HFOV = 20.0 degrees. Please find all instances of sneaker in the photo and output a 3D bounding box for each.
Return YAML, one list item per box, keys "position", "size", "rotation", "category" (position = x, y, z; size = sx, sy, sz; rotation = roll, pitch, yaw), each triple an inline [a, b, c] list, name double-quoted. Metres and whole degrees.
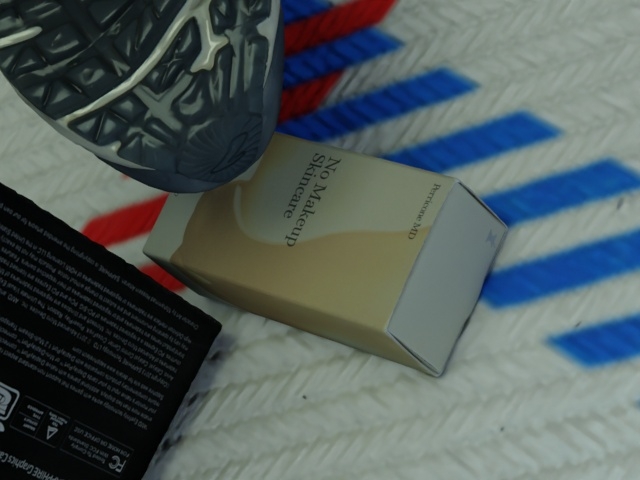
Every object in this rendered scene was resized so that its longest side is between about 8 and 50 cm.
- position: [-0.068, -0.106, 0.681]
  size: [0.110, 0.122, 0.283]
  rotation: [-34, 46, 3]
  category: "sneaker"

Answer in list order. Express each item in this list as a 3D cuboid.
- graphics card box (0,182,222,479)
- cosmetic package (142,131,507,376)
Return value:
- position: [-0.204, 0.133, 0.564]
  size: [0.094, 0.233, 0.371]
  rotation: [22, 81, 40]
  category: "graphics card box"
- position: [0.000, 0.000, 0.628]
  size: [0.115, 0.041, 0.060]
  rotation: [15, 74, 39]
  category: "cosmetic package"
